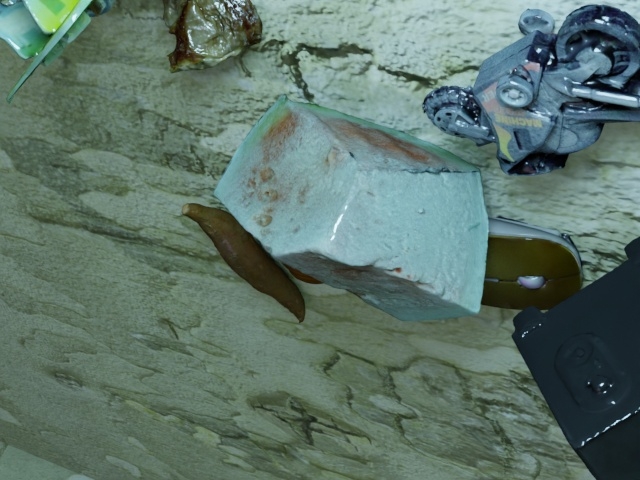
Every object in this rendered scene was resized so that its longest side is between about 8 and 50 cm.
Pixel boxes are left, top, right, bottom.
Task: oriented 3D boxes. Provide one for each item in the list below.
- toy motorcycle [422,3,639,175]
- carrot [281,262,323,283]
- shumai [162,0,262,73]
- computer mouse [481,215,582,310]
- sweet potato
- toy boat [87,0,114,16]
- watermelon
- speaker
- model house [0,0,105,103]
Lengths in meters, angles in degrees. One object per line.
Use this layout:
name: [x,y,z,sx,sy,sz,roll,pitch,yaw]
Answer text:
toy motorcycle: [0.253,-0.153,1.219,0.173,0.108,0.307,37,150,-22]
carrot: [0.000,0.000,1.643,0.159,0.159,0.225,27,162,12]
shumai: [-0.143,-0.280,1.431,0.139,0.105,0.123,0,138,6]
computer mouse: [0.206,0.019,1.533,0.310,0.072,0.158,14,146,29]
sweet potato: [-0.123,0.033,1.872,0.072,0.066,0.314,4,142,50]
toy boat: [-0.403,-0.385,1.479,0.332,0.133,0.145,25,147,14]
watermelon: [0.039,-0.031,1.388,0.387,0.258,0.228,29,108,11]
speaker: [0.388,0.155,1.318,0.232,0.254,0.184,-33,119,9]
model house: [-0.329,-0.376,1.199,0.313,0.358,0.242,39,151,-13]
